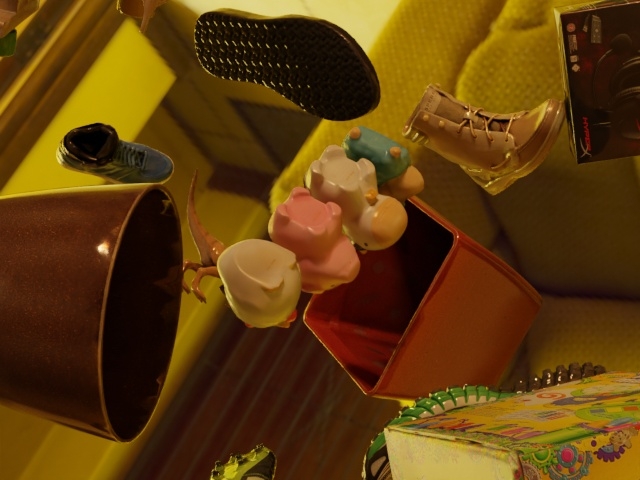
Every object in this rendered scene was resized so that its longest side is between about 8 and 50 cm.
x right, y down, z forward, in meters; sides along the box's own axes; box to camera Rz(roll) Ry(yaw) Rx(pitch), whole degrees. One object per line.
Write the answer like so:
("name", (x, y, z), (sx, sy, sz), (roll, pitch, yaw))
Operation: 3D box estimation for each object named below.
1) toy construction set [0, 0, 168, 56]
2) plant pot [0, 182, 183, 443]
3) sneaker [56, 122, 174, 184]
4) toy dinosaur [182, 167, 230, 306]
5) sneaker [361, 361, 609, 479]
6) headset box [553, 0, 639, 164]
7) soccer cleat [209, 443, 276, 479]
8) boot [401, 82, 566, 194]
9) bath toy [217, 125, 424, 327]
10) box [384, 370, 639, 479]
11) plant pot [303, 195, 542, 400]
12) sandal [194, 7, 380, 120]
("toy construction set", (-0.201, -0.244, 0.976), (0.257, 0.237, 0.309), (9, -159, -31))
("plant pot", (-0.256, 0.047, 0.963), (0.230, 0.215, 0.215), (6, 154, 9))
("sneaker", (-0.257, -0.108, 1.461), (0.152, 0.058, 0.084), (13, 165, -15))
("toy dinosaur", (-0.146, 0.022, 1.550), (0.211, 0.112, 0.064), (50, 159, -12))
("sneaker", (0.218, 0.255, 1.409), (0.343, 0.146, 0.134), (-13, 144, -5))
("headset box", (0.488, -0.240, 1.607), (0.293, 0.110, 0.218), (-7, 105, 8))
("soccer cleat", (-0.074, 0.248, 1.080), (0.179, 0.060, 0.072), (-52, -58, -76))
("boot", (0.254, -0.185, 1.814), (0.203, 0.095, 0.262), (31, 156, -7))
("bath toy", (0.000, 0.000, 1.477), (0.151, 0.348, 0.129), (33, 140, 15))
("box", (0.251, 0.234, 1.060), (0.279, 0.177, 0.290), (-11, 178, -18))
("plant pot", (0.172, 0.096, 1.758), (0.235, 0.267, 0.267), (22, -168, -31))
("sandal", (-0.048, -0.337, 2.047), (0.445, 0.107, 0.168), (25, 125, 38))
